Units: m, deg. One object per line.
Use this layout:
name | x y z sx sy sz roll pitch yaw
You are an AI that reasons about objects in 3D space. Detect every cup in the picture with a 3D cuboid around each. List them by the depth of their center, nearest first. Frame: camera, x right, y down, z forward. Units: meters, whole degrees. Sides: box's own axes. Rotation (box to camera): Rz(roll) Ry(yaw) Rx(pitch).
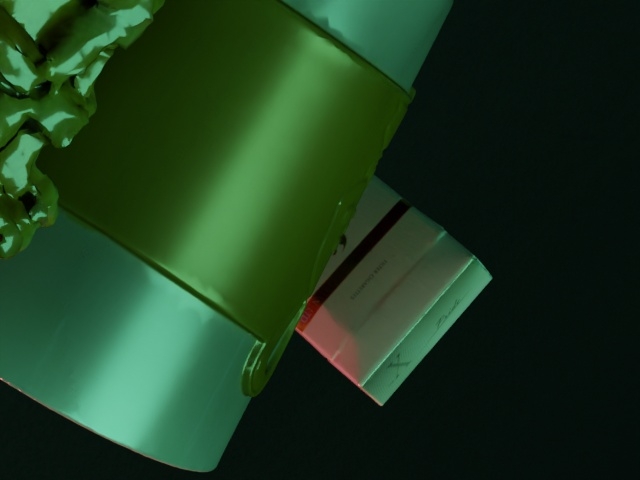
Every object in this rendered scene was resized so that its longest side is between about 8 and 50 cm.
cup | -0.068 -0.045 0.787 0.226 0.185 0.241 -57 -174 3

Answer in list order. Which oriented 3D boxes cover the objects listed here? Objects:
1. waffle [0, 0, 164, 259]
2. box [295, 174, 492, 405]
waffle | -0.172 -0.096 0.571 0.291 0.051 0.291 -12 117 -25
box | 0.000 0.000 0.943 0.084 0.154 0.040 -47 152 -4
